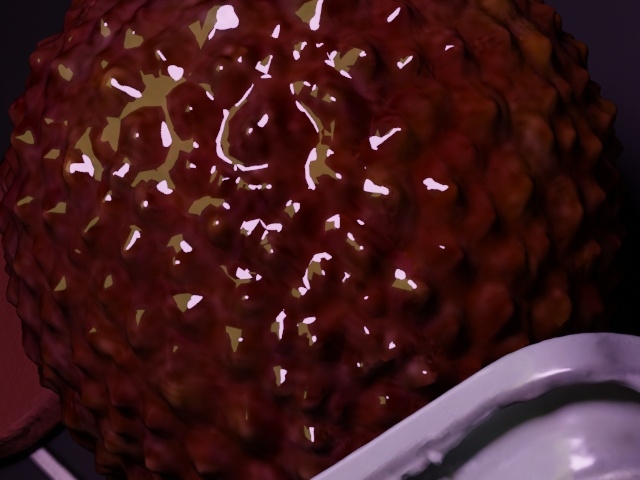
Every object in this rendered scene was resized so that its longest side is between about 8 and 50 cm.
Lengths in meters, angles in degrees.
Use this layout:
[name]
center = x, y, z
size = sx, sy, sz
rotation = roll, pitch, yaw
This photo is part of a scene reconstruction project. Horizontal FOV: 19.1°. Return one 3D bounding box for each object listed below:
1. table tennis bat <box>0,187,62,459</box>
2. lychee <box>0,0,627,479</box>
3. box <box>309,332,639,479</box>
[table tennis bat]
center = -0.227, 0.025, 1.345
size = 0.415, 0.051, 0.268
rotation = -1, 62, 55
[lychee]
center = 0.000, 0.000, 0.803
size = 0.276, 0.276, 0.304
rotation = -37, 49, 34
[box]
center = 0.048, 0.193, 0.661
size = 0.312, 0.175, 0.182
rotation = -37, 45, 34
